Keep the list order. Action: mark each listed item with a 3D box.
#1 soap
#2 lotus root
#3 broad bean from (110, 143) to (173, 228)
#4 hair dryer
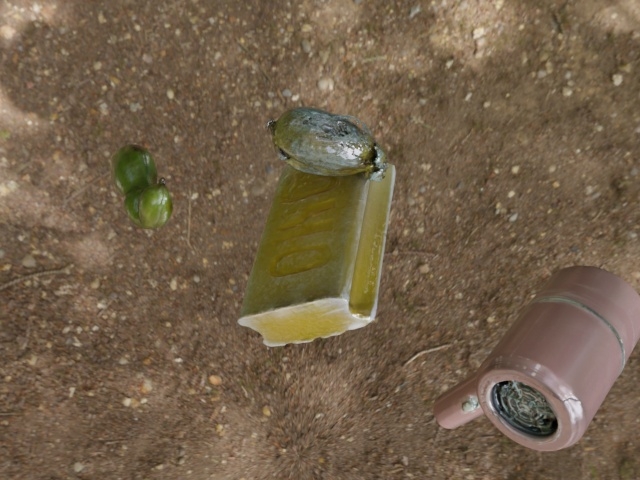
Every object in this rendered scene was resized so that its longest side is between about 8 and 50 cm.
[{"bbox_3d":[0.000,0.000,0.850,0.173,0.089,0.274,-15,45,30],"label":"soap"},{"bbox_3d":[0.011,-0.123,0.799,0.165,0.088,0.088,18,71,0],"label":"lotus root"},{"bbox_3d":[-0.209,-0.067,0.719,0.048,0.213,0.070,2,110,-31],"label":"broad bean"},{"bbox_3d":[0.235,0.190,0.809,0.125,0.352,0.210,46,51,10],"label":"hair dryer"}]
